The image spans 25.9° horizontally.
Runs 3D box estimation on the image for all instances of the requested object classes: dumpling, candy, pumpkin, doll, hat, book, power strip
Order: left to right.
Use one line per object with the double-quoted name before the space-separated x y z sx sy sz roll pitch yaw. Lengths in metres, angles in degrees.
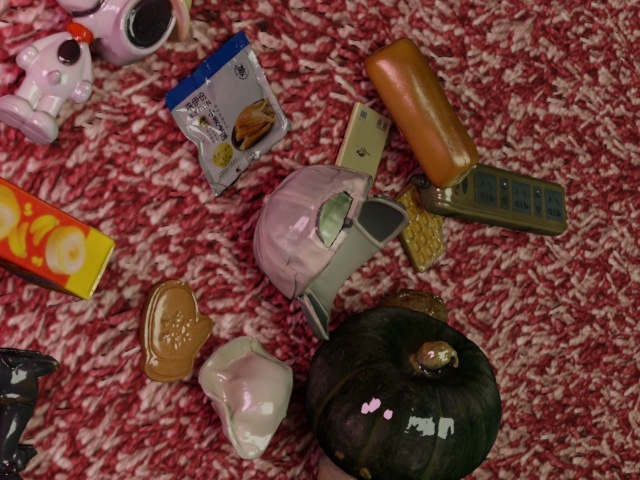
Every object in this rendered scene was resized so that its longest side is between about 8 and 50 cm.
"candy" -0.392 -0.028 1.635 0.276 0.146 0.088 31 76 -41
"doll" -0.277 -0.240 1.733 0.208 0.144 0.271 16 80 -21
"dumpling" -0.110 0.212 1.948 0.134 0.100 0.169 36 69 -23
"hat" 0.005 0.005 1.999 0.232 0.161 0.275 -52 150 -11
"book" 0.064 -0.145 2.114 0.077 0.014 0.111 25 78 -39
"pumpkin" 0.122 0.226 2.021 0.300 0.300 0.207 -12 140 -40
"power strip" 0.280 -0.073 2.266 0.387 0.066 0.092 9 77 -45

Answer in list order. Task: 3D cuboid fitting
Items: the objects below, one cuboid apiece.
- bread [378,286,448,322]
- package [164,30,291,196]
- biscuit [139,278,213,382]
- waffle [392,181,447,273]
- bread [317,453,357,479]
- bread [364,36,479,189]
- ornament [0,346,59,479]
"bread" 0.152 0.107 2.180 0.113 0.082 0.060 10 86 -45
"package" -0.127 -0.175 1.931 0.171 0.027 0.173 -45 126 -29
"biscuit" -0.195 0.122 1.908 0.118 0.023 0.140 -8 100 -40
"waffle" 0.157 -0.025 2.207 0.092 0.021 0.135 -45 122 -29
"bread" 0.080 0.485 2.110 0.187 0.155 0.338 -6 101 -33
"bread" 0.159 -0.193 2.106 0.092 0.074 0.239 -34 94 -36
"ornament" -0.419 0.248 1.685 0.202 0.080 0.236 9 89 -46
